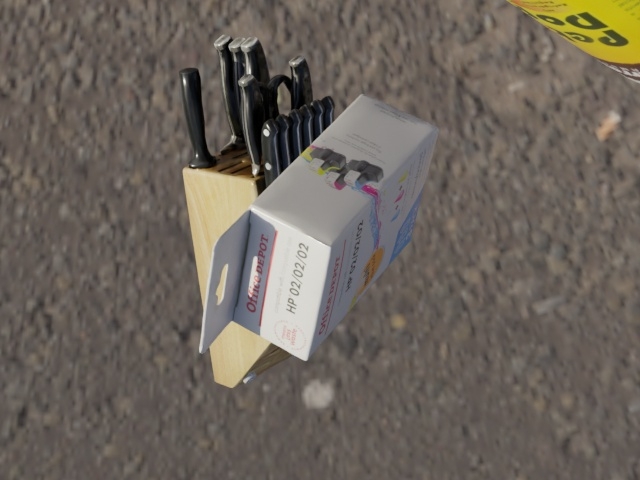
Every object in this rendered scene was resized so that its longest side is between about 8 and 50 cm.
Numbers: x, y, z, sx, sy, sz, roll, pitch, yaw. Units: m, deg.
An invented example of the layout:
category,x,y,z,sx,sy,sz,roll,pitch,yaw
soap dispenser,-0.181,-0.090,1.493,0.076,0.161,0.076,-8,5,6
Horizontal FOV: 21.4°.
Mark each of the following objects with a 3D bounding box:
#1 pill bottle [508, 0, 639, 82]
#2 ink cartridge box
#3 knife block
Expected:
category,x,y,z,sx,sy,sz,roll,pitch,yaw
pill bottle,0.131,-0.138,0.715,0.117,0.117,0.215,-45,139,21
ink cartridge box,0.000,0.000,1.072,0.062,0.181,0.104,27,136,17
knife block,-0.067,-0.034,1.509,0.242,0.088,0.275,53,139,14
